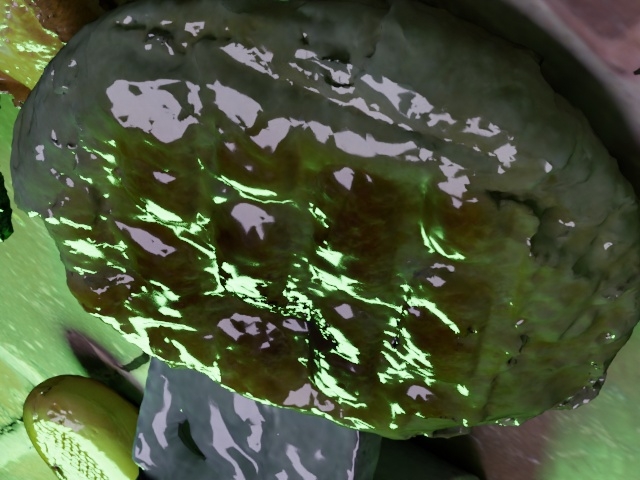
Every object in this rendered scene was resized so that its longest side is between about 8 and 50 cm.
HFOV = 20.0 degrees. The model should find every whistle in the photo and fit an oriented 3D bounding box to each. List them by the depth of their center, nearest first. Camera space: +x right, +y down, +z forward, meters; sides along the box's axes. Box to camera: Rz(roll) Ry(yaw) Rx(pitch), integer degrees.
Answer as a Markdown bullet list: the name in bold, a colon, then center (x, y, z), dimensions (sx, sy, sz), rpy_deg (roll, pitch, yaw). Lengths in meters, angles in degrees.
- **whistle**: center (-0.027, 0.151, 1.062), dimensions (0.168, 0.188, 0.404), rpy_deg (27, 155, 27)

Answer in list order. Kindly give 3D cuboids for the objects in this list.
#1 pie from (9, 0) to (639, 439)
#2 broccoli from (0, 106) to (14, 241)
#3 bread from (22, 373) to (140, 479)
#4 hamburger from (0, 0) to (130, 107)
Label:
- **pie**: center (0.000, 0.000, 0.796), dimensions (0.306, 0.071, 0.306), rpy_deg (18, 146, 13)
- **broccoli**: center (-0.324, -0.046, 1.031), dimensions (0.308, 0.275, 0.308), rpy_deg (14, 146, 10)
- **bread**: center (-0.173, 0.171, 1.484), dimensions (0.114, 0.077, 0.189), rpy_deg (-2, 138, 29)
- **hamburger**: center (-0.144, -0.125, 0.846), dimensions (0.138, 0.083, 0.147), rpy_deg (16, 151, 36)
